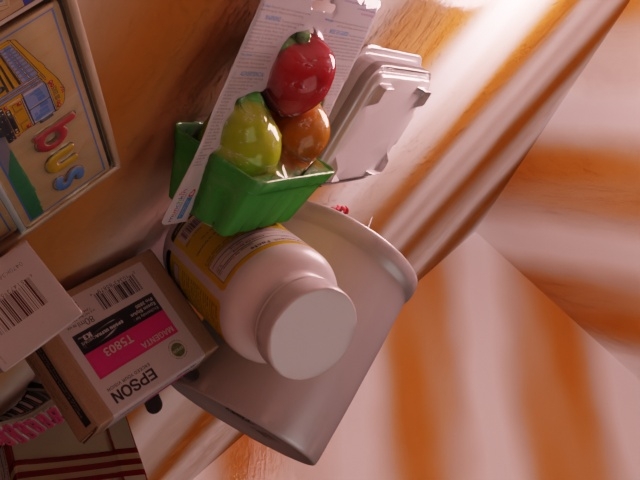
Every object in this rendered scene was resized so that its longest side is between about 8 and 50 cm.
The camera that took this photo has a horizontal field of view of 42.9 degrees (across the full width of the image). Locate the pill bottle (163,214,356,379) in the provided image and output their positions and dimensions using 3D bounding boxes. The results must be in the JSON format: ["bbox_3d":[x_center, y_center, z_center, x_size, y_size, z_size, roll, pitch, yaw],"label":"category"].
[{"bbox_3d":[-0.094,0.067,1.225,0.188,0.334,0.188,-14,119,-27],"label":"pill bottle"}]

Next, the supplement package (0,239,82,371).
[{"bbox_3d":[-0.357,0.082,0.940,0.105,0.105,0.179,-40,-173,-24],"label":"supplement package"}]

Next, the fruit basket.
[{"bbox_3d":[-0.065,-0.190,1.127,0.327,0.165,0.353,-19,134,-61],"label":"fruit basket"}]

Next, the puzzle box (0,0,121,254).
[{"bbox_3d":[-0.327,-0.107,0.740,0.272,0.052,0.409,-41,165,-20],"label":"puzzle box"}]

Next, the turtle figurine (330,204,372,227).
[{"bbox_3d":[0.000,0.000,1.816,0.175,0.118,0.234,1,-138,52],"label":"turtle figurine"}]

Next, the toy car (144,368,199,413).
[{"bbox_3d":[-0.293,0.189,1.349,0.155,0.188,0.149,-41,165,-16],"label":"toy car"}]

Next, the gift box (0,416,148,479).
[{"bbox_3d":[-0.456,0.466,1.460,0.258,0.255,0.276,4,137,-38],"label":"gift box"}]

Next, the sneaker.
[{"bbox_3d":[-0.475,0.276,1.336,0.170,0.075,0.063,-25,137,-1],"label":"sneaker"}]

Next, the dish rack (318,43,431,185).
[{"bbox_3d":[0.091,-0.216,1.517,0.285,0.072,0.333,-59,162,21],"label":"dish rack"}]

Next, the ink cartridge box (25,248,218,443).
[{"bbox_3d":[-0.299,0.149,1.200,0.234,0.193,0.088,-33,174,-43],"label":"ink cartridge box"}]

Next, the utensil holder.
[{"bbox_3d":[-0.052,0.167,1.496,0.385,0.327,0.327,-59,170,-19],"label":"utensil holder"}]
